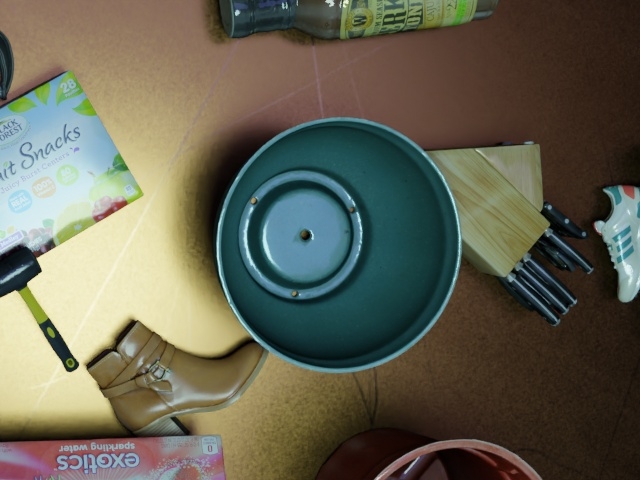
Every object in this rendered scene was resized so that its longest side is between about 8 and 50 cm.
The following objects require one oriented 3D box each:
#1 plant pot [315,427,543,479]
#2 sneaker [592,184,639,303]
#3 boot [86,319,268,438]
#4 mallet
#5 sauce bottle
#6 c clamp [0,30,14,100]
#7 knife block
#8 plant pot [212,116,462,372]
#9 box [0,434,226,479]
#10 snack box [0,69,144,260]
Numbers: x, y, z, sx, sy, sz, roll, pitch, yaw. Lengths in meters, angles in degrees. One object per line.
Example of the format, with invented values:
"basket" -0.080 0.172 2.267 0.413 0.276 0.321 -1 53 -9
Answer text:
"plant pot" 0.117 0.352 1.679 0.272 0.265 0.272 -1 93 -15
"sneaker" 0.400 0.002 1.854 0.075 0.057 0.161 7 93 0
"boot" -0.174 0.153 1.686 0.197 0.073 0.152 -41 99 -12
"mallet" -0.323 0.083 1.619 0.062 0.039 0.190 -39 132 -8
"sauce bottle" 0.048 -0.304 1.700 0.344 0.111 0.111 -11 96 -14
"c clamp" -0.432 -0.182 1.610 0.160 0.022 0.137 -20 84 -15
"knife block" 0.211 -0.004 1.774 0.275 0.088 0.242 -4 94 -16
"plant pot" 0.000 0.000 1.659 0.293 0.196 0.293 -1 94 -15
"box" -0.264 0.328 1.602 0.300 0.142 0.154 1 56 -15
"snack box" -0.343 -0.077 1.621 0.207 0.070 0.174 -31 102 -13
